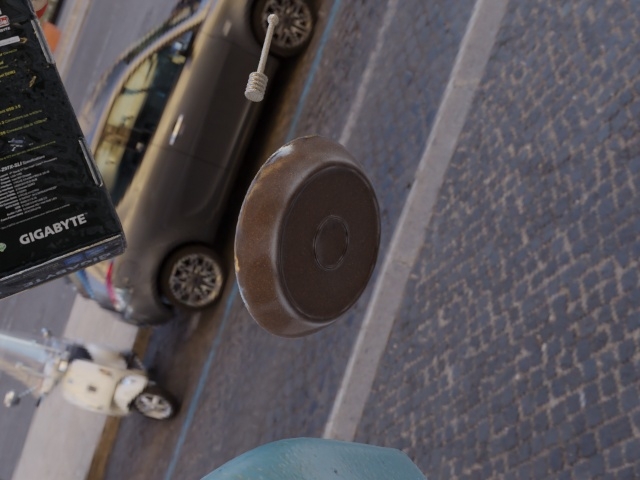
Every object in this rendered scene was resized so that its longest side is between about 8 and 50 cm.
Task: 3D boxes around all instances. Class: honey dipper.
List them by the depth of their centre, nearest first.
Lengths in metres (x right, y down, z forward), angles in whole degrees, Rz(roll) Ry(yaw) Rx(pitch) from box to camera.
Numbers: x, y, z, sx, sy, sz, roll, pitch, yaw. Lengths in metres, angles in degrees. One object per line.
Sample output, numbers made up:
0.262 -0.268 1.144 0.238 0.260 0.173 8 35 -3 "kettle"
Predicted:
-0.088 -0.296 1.336 0.030 0.030 0.161 -28 44 56 "honey dipper"

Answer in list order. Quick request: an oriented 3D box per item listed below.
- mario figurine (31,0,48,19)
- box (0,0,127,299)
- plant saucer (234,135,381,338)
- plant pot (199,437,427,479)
-0.339 -0.292 0.859 0.198 0.170 0.320 -34 4 -8 "mario figurine"
-0.360 -0.055 0.704 0.257 0.322 0.079 66 165 8 "box"
0.000 0.000 0.679 0.029 0.168 0.168 11 81 41 "plant saucer"
-0.024 0.252 0.420 0.247 0.252 0.248 -45 53 4 "plant pot"
